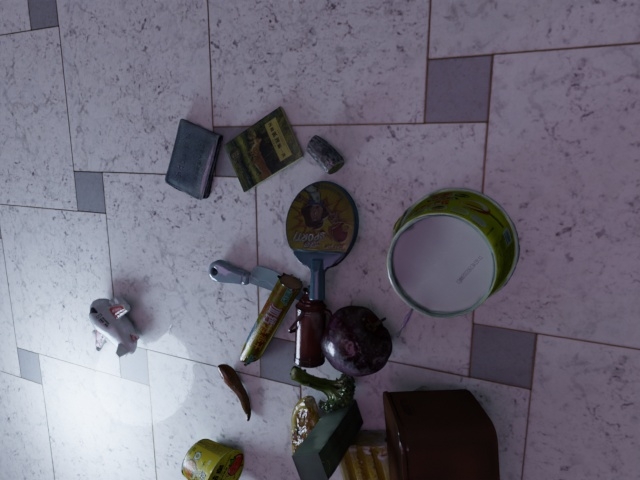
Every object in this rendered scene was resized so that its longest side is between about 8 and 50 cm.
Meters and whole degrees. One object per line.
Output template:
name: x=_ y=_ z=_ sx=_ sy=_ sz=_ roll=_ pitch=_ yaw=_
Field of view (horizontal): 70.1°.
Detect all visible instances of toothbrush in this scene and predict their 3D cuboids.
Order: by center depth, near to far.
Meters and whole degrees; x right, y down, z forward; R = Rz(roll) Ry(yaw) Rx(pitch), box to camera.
toothbrush: x=0.236 y=0.210 z=1.238 sx=0.011 sy=0.013 sz=0.132 roll=27 pitch=110 yaw=8

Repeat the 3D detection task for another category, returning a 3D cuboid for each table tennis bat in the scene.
table tennis bat: x=0.000 y=0.000 z=1.258 sx=0.214 sy=0.044 sz=0.330 roll=3 pitch=88 yaw=23

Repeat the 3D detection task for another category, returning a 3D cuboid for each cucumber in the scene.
cucumber: x=0.010 y=-0.233 z=1.229 sx=0.112 sy=0.064 sz=0.064 roll=49 pitch=116 yaw=12

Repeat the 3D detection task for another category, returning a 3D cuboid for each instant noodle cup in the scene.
instant noodle cup: x=0.292 y=0.034 z=1.060 sx=0.310 sy=0.221 sz=0.312 roll=5 pitch=102 yaw=24
instant noodle cup: x=-0.374 y=0.775 z=1.562 sx=0.144 sy=0.182 sz=0.183 roll=14 pitch=106 yaw=32

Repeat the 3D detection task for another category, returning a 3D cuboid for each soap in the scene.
soap: x=0.159 y=0.704 z=1.333 sx=0.173 sy=0.089 sz=0.275 roll=-12 pitch=95 yaw=24

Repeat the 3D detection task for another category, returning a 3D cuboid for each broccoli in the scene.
broccoli: x=0.005 y=0.411 z=1.294 sx=0.203 sy=0.118 sz=0.122 roll=25 pitch=150 yaw=-17

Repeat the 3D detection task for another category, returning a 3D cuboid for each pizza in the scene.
pizza: x=-0.040 y=0.604 z=1.375 sx=0.197 sy=0.058 sz=0.293 roll=44 pitch=132 yaw=48

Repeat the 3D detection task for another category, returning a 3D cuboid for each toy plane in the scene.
toy plane: x=-0.761 y=0.318 z=1.677 sx=0.251 sy=0.118 sz=0.253 roll=4 pitch=99 yaw=26

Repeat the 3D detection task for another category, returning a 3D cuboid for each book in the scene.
book: x=-0.169 y=-0.261 z=1.329 sx=0.228 sy=0.024 sz=0.160 roll=-26 pitch=87 yaw=28

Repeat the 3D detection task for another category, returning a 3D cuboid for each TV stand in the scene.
TV stand: x=0.027 y=0.547 z=1.261 sx=0.088 sy=0.269 sz=0.083 roll=-18 pitch=93 yaw=27

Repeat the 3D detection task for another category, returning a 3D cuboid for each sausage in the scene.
sausage: x=-0.166 y=0.258 z=1.394 sx=0.082 sy=0.082 sz=0.372 roll=36 pitch=117 yaw=15

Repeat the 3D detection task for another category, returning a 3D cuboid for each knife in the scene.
knife: x=-0.198 y=0.115 z=1.415 sx=0.330 sy=0.044 sz=0.080 roll=11 pitch=102 yaw=18

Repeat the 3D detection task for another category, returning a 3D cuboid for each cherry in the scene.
cherry: x=0.096 y=0.277 z=1.231 sx=0.194 sy=0.195 sz=0.195 roll=5 pitch=103 yaw=24

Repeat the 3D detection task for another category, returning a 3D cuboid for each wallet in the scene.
wallet: x=-0.400 y=-0.250 z=1.433 sx=0.167 sy=0.036 sz=0.222 roll=27 pitch=110 yaw=18

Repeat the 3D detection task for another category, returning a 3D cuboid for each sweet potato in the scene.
sweet potato: x=-0.276 y=0.501 z=1.523 sx=0.050 sy=0.050 sz=0.214 roll=-28 pitch=94 yaw=27

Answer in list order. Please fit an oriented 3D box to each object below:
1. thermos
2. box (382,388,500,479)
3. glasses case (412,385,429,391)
thermos: x=-0.025 y=0.243 z=1.320 sx=0.124 sy=0.098 sz=0.232 roll=10 pitch=105 yaw=27
box: x=0.293 y=0.560 z=1.127 sx=0.229 sy=0.239 sz=0.340 roll=-6 pitch=98 yaw=1
glasses case: x=0.267 y=0.431 z=1.263 sx=0.083 sy=0.021 sz=0.032 roll=-42 pitch=81 yaw=26
